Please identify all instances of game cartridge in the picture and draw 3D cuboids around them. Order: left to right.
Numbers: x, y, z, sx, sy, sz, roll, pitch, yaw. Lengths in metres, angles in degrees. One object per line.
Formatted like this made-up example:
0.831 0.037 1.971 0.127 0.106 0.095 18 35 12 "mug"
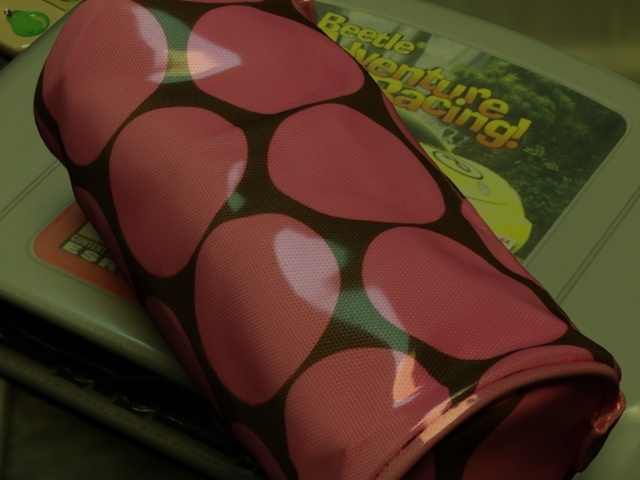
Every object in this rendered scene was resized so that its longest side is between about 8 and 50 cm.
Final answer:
0.008 -0.004 0.608 0.294 0.060 0.196 22 47 24 "game cartridge"

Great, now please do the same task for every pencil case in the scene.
0.000 0.000 0.508 0.098 0.095 0.209 -9 45 -29 "pencil case"

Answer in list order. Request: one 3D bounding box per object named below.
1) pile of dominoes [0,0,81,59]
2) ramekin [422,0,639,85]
-0.199 -0.143 0.768 0.251 0.040 0.196 28 53 28 "pile of dominoes"
0.105 -0.191 0.727 0.277 0.135 0.277 -2 45 2 "ramekin"
